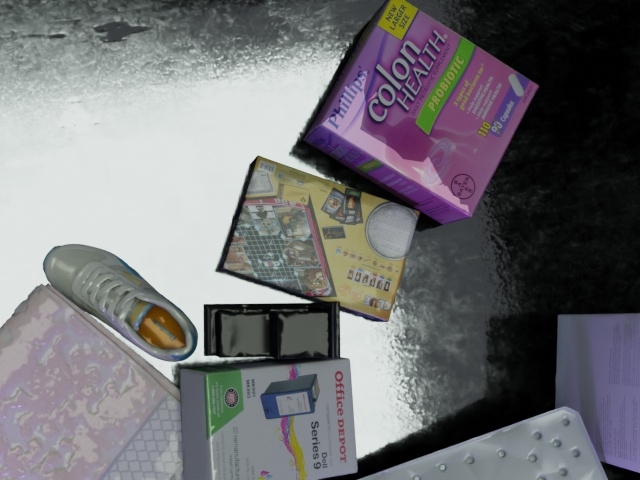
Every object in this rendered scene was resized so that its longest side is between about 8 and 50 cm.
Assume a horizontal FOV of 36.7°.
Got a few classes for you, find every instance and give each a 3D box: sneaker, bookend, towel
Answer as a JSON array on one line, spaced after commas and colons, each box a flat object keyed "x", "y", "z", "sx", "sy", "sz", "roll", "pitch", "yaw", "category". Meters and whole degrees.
[{"x": -0.254, "y": 0.076, "z": 1.247, "sx": 0.228, "sy": 0.092, "sz": 0.087, "roll": 33, "pitch": 81, "yaw": -6, "category": "sneaker"}, {"x": -0.067, "y": 0.116, "z": 1.251, "sx": 0.157, "sy": 0.156, "sz": 0.072, "roll": 0, "pitch": 86, "yaw": -11, "category": "bookend"}, {"x": -0.332, "y": 0.275, "z": 1.209, "sx": 0.317, "sy": 0.053, "sz": 0.332, "roll": 41, "pitch": 78, "yaw": -16, "category": "towel"}]

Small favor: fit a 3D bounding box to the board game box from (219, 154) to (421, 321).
[{"x": 0.000, "y": 0.000, "z": 1.333, "sx": 0.243, "sy": 0.042, "sz": 0.165, "roll": 19, "pitch": 81, "yaw": -10, "category": "board game box"}]

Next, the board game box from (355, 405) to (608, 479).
[{"x": 0.219, "y": 0.460, "z": 1.237, "sx": 0.389, "sy": 0.050, "sz": 0.390, "roll": -20, "pitch": 70, "yaw": 1, "category": "board game box"}]

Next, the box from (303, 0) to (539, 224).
[{"x": 0.138, "y": -0.177, "z": 1.339, "sx": 0.243, "sy": 0.117, "sz": 0.214, "roll": 31, "pitch": 80, "yaw": -8, "category": "box"}]

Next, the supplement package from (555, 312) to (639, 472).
[{"x": 0.464, "y": 0.201, "z": 1.302, "sx": 0.198, "sy": 0.262, "sz": 0.199, "roll": 4, "pitch": 85, "yaw": -12, "category": "supplement package"}]

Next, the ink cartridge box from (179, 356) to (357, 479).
[{"x": -0.065, "y": 0.234, "z": 1.247, "sx": 0.212, "sy": 0.093, "sz": 0.154, "roll": -1, "pitch": 86, "yaw": -32, "category": "ink cartridge box"}]
